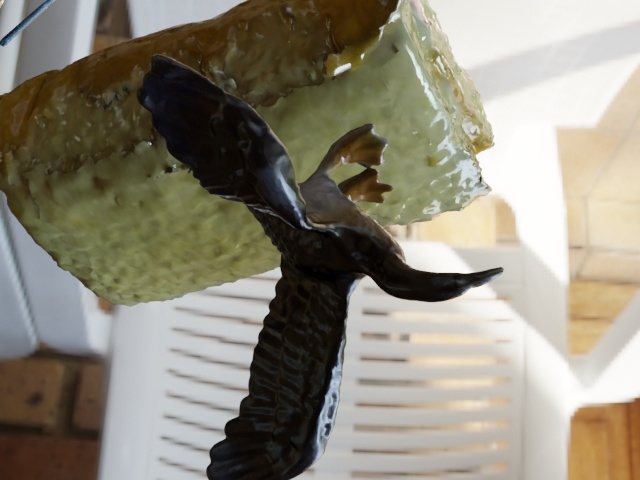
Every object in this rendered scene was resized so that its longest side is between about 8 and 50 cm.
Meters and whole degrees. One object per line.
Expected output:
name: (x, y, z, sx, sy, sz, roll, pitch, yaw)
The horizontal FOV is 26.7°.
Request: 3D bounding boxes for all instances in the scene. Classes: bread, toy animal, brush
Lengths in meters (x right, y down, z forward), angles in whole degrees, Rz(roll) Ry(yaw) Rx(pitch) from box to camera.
bread: (-0.064, -0.088, 1.105, 0.376, 0.165, 0.236, -16, 139, 19)
toy animal: (0.008, -0.009, 0.785, 0.197, 0.160, 0.272, -6, 125, 14)
brush: (-0.352, -0.302, 1.723, 0.014, 0.164, 0.051, 43, 155, -4)

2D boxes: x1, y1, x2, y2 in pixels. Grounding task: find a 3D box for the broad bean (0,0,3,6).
broad bean: (-0.377, -0.276, 1.323, 0.156, 0.228, 0.122, -13, 136, 8)
